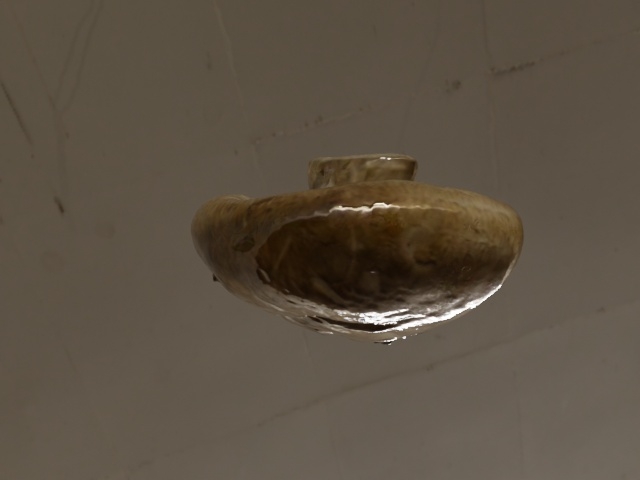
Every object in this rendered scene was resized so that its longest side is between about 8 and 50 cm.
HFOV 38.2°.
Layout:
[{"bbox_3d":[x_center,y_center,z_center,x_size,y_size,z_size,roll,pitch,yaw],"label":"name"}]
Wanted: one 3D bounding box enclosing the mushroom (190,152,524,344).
[{"bbox_3d":[0.000,0.000,0.716,0.286,0.156,0.151,-1,-7,37],"label":"mushroom"}]
